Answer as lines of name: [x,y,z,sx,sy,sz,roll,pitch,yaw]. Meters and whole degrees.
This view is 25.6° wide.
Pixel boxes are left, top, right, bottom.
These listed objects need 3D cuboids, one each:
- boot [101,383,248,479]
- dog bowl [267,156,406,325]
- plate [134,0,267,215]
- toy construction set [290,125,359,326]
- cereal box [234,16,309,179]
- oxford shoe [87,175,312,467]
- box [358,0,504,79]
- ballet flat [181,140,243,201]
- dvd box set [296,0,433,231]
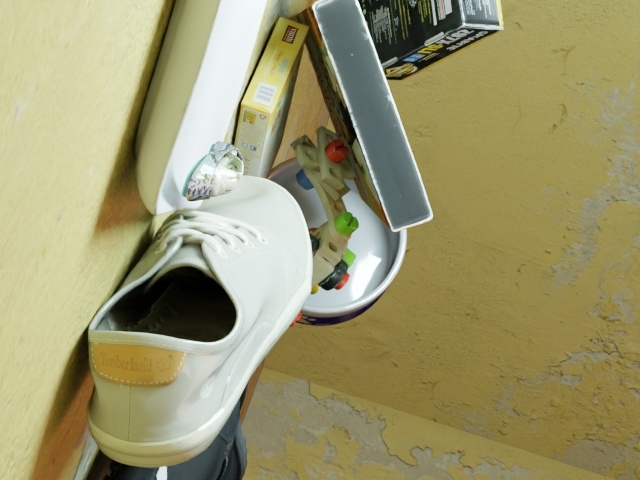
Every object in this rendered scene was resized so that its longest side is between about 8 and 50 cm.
boot: [-0.197,0.350,1.511,0.367,0.146,0.445,97,7,-45]
dog bowl: [0.000,0.000,2.250,0.104,0.265,0.264,110,-2,-72]
plate: [-0.099,-0.162,1.226,0.277,0.045,0.278,-36,144,-85]
toy construction set: [-0.035,0.005,1.997,0.327,0.151,0.215,-57,-170,37]
cereal box: [-0.077,-0.156,1.887,0.240,0.047,0.173,107,2,-51]
oxford shoe: [-0.106,0.034,1.330,0.449,0.169,0.130,-66,157,-59]
box: [0.137,-0.415,1.997,0.257,0.079,0.321,-20,-106,56]
ballet flat: [-0.088,-0.059,1.222,0.114,0.041,0.041,-66,173,-68]
dvd box set: [0.051,-0.184,1.931,0.420,0.062,0.307,-116,-174,-81]
